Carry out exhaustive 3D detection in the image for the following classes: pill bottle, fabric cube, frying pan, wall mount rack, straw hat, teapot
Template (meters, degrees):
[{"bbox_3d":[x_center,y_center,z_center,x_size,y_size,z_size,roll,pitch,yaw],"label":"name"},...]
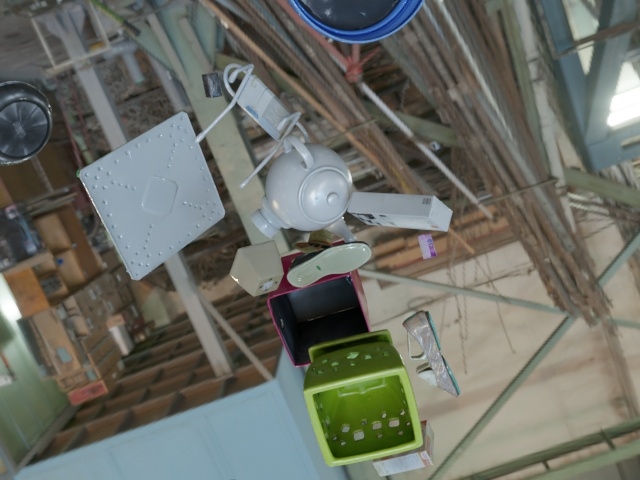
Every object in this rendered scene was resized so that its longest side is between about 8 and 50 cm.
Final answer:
[{"bbox_3d":[-0.102,-0.125,2.034,0.246,0.136,0.136,-43,-172,9],"label":"pill bottle"},{"bbox_3d":[0.001,0.184,1.942,0.259,0.254,0.258,-16,-156,6],"label":"fabric cube"},{"bbox_3d":[-0.722,-0.237,1.380,0.053,0.197,0.326,28,-146,27],"label":"frying pan"},{"bbox_3d":[-0.215,-0.341,1.899,0.130,0.350,0.304,-39,173,-45],"label":"wall mount rack"},{"bbox_3d":[0.000,0.000,1.808,0.144,0.061,0.144,10,162,3],"label":"straw hat"},{"bbox_3d":[-0.012,-0.134,1.673,0.256,0.252,0.187,9,-168,-30],"label":"teapot"}]

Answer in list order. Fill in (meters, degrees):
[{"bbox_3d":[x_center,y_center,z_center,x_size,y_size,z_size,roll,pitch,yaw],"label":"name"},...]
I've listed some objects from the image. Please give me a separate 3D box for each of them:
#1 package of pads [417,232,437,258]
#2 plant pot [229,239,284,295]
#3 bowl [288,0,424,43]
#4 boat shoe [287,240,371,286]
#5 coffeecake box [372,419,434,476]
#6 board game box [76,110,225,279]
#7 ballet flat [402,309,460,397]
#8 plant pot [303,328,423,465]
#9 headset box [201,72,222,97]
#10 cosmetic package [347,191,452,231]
[{"bbox_3d":[0.358,0.018,2.143,0.032,0.083,0.050,-18,175,43],"label":"package of pads"},{"bbox_3d":[-0.154,0.078,1.637,0.109,0.096,0.109,-15,147,-34],"label":"plant pot"},{"bbox_3d":[0.077,-0.658,1.475,0.391,0.391,0.077,-25,-158,-13],"label":"bowl"},{"bbox_3d":[0.022,0.045,1.645,0.233,0.084,0.079,-21,-153,22],"label":"boat shoe"},{"bbox_3d":[0.273,0.679,2.089,0.185,0.068,0.142,-20,-159,20],"label":"coffeecake box"},{"bbox_3d":[-0.504,-0.140,1.959,0.050,0.390,0.390,16,-135,41],"label":"board game box"},{"bbox_3d":[0.333,0.361,1.971,0.106,0.316,0.107,-23,-167,3],"label":"ballet flat"},{"bbox_3d":[0.090,0.342,1.454,0.228,0.227,0.207,-14,-155,3],"label":"plant pot"},{"bbox_3d":[-0.286,-0.410,1.689,0.032,0.062,0.083,-15,-161,-17],"label":"headset box"},{"bbox_3d":[0.192,-0.071,1.568,0.239,0.060,0.099,6,167,40],"label":"cosmetic package"}]
